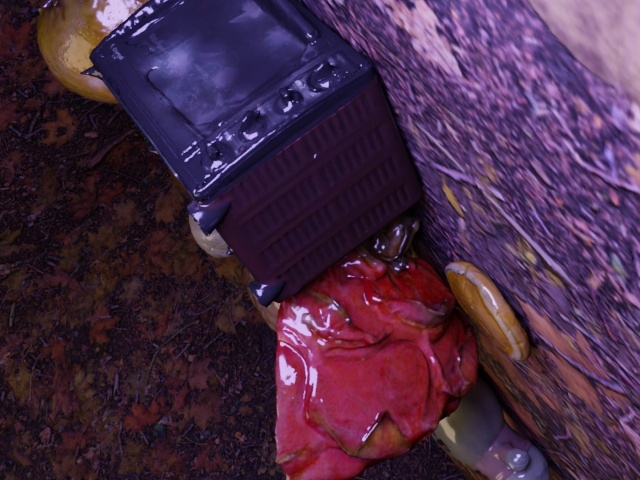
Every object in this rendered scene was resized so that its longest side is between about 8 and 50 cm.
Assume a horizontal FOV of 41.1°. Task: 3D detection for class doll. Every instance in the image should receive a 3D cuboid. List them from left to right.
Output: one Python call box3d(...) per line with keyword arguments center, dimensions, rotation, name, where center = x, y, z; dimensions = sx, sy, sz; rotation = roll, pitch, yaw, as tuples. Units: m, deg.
box3d(center=(0.210, 0.253, 1.145), dimensions=(0.275, 0.113, 0.155), rotation=(59, 168, 15), name="doll")

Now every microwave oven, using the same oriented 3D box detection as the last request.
box3d(center=(-0.062, -0.103, 0.731), dimensions=(0.247, 0.178, 0.188), rotation=(49, 176, 38), name="microwave oven")

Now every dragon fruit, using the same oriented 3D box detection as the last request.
box3d(center=(0.069, 0.071, 0.826), dimensions=(0.317, 0.152, 0.205), rotation=(-53, -44, -57), name="dragon fruit")

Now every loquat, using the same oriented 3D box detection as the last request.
box3d(center=(-0.219, -0.260, 0.957), dimensions=(0.213, 0.213, 0.213), rotation=(53, 175, 6), name="loquat")

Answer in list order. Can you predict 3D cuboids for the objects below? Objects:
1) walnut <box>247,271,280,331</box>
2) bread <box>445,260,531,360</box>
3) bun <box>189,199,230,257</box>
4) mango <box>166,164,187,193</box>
box3d(center=(-0.007, 0.048, 1.193), dimensions=(0.198, 0.198, 0.245), rotation=(52, 167, 7), name="walnut")
box3d(center=(0.152, 0.063, 0.772), dimensions=(0.110, 0.024, 0.110), rotation=(55, 177, 4), name="bread")
box3d(center=(-0.164, -0.053, 1.775), dimensions=(0.229, 0.229, 0.145), rotation=(48, 162, 48), name="bun")
box3d(center=(-0.195, -0.167, 1.512), dimensions=(0.254, 0.175, 0.139), rotation=(50, 175, 33), name="mango")
